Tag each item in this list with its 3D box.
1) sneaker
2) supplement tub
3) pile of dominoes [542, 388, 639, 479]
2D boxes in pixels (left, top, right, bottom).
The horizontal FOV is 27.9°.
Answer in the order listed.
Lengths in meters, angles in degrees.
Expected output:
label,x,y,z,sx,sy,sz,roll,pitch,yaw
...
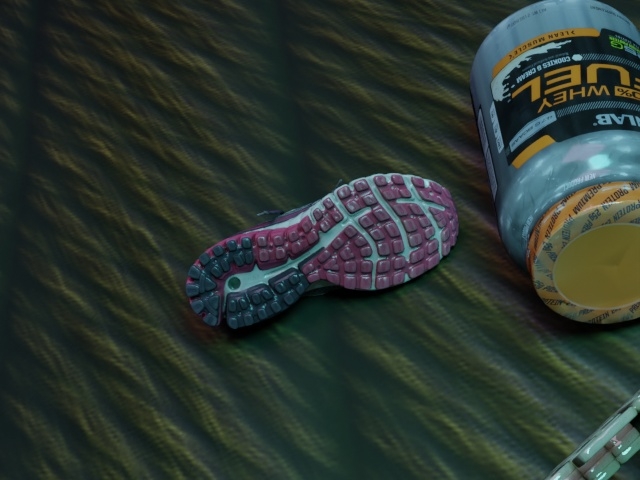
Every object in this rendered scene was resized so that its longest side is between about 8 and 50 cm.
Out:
label,x,y,z,sx,sy,sz,roll,pitch,yaw
sneaker,0.000,0.000,1.383,0.299,0.121,0.112,-15,10,2
supplement tub,0.258,-0.081,1.264,0.193,0.193,0.316,-17,41,11
pile of dominoes,0.275,0.138,1.054,0.251,0.196,0.040,-39,76,-15
